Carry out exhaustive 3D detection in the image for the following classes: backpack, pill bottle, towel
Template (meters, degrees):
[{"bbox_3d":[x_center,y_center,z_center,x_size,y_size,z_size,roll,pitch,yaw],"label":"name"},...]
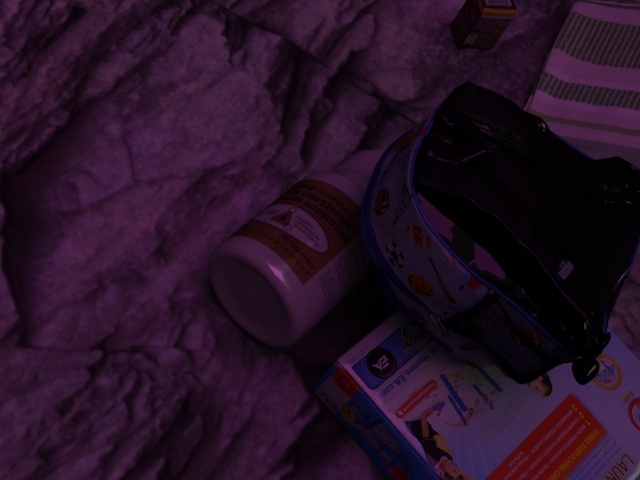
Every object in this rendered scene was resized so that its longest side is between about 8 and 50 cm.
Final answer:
[{"bbox_3d":[0.174,-0.015,1.114,0.263,0.213,0.276,43,48,-15],"label":"backpack"},{"bbox_3d":[0.000,0.000,1.194,0.131,0.131,0.229,45,56,7],"label":"pill bottle"},{"bbox_3d":[0.401,-0.207,1.450,0.247,0.038,0.325,12,52,27],"label":"towel"}]

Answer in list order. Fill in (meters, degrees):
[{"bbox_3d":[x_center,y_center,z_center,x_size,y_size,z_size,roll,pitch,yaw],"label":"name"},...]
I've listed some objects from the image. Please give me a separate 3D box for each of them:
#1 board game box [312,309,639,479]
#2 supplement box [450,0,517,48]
[{"bbox_3d":[0.202,0.177,1.203,0.308,0.086,0.302,-35,80,-33],"label":"board game box"},{"bbox_3d":[0.220,-0.299,1.474,0.055,0.083,0.043,-2,63,-23],"label":"supplement box"}]
